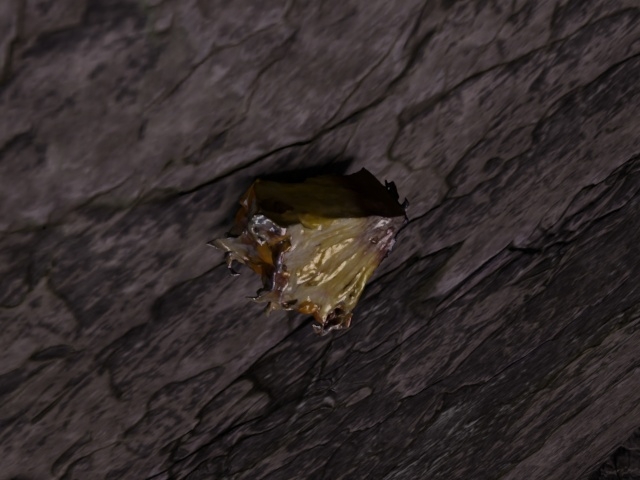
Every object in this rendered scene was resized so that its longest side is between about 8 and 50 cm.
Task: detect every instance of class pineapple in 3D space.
[{"bbox_3d":[0.000,0.000,0.704,0.116,0.069,0.137,-36,155,-1],"label":"pineapple"}]
